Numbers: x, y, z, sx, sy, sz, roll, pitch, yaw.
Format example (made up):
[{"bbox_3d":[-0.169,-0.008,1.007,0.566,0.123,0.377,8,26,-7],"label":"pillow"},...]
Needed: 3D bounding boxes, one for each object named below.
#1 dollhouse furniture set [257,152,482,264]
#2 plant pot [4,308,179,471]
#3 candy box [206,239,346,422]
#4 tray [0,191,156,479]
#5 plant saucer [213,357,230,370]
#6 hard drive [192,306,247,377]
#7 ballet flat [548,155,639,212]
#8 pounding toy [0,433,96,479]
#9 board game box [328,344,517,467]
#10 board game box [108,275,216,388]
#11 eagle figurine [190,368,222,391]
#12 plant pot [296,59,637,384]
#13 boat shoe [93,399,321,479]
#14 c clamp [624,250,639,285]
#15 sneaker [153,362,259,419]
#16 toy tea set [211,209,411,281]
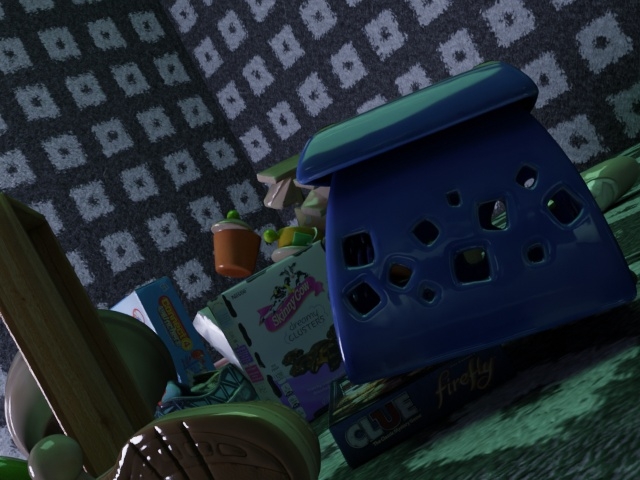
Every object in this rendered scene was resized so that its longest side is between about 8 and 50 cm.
[{"bbox_3d":[0.109,-0.008,1.703,0.256,0.362,0.394,-30,27,-33],"label":"dollhouse furniture set"},{"bbox_3d":[-0.393,0.304,1.380,0.323,0.323,0.280,-29,14,-14],"label":"plant pot"},{"bbox_3d":[-0.028,0.124,1.032,0.164,0.196,0.070,-29,-2,-28],"label":"candy box"},{"bbox_3d":[-0.298,0.151,0.965,0.076,0.411,0.203,-30,-1,-8],"label":"tray"},{"bbox_3d":[-0.182,0.304,1.860,0.332,0.084,0.332,-30,-2,-1],"label":"plant saucer"},{"bbox_3d":[-0.030,0.134,1.255,0.307,0.203,0.040,-28,-27,-52],"label":"hard drive"},{"bbox_3d":[0.462,-0.062,1.406,0.248,0.086,0.086,-32,-2,21],"label":"ballet flat"},{"bbox_3d":[-0.311,0.313,0.789,0.236,0.183,0.110,-26,25,16],"label":"pounding toy"},{"bbox_3d":[0.088,0.138,0.780,0.165,0.042,0.243,-30,-2,0],"label":"board game box"},{"bbox_3d":[-0.358,0.270,1.702,0.086,0.308,0.302,-26,-3,-41],"label":"board game box"},{"bbox_3d":[-0.119,0.223,1.455,0.226,0.225,0.298,29,-85,-41],"label":"eagle figurine"},{"bbox_3d":[0.118,-0.023,0.700,0.235,0.212,0.236,-21,-1,13],"label":"plant pot"},{"bbox_3d":[-0.106,0.199,0.668,0.341,0.122,0.110,-33,-3,42],"label":"boat shoe"},{"bbox_3d":[0.278,0.044,0.791,0.137,0.022,0.160,-30,-2,15],"label":"c clamp"},{"bbox_3d":[-0.209,0.271,1.161,0.261,0.125,0.104,-29,-2,-7],"label":"sneaker"},{"bbox_3d":[0.000,0.000,1.222,0.335,0.124,0.200,12,-21,-24],"label":"toy tea set"}]
